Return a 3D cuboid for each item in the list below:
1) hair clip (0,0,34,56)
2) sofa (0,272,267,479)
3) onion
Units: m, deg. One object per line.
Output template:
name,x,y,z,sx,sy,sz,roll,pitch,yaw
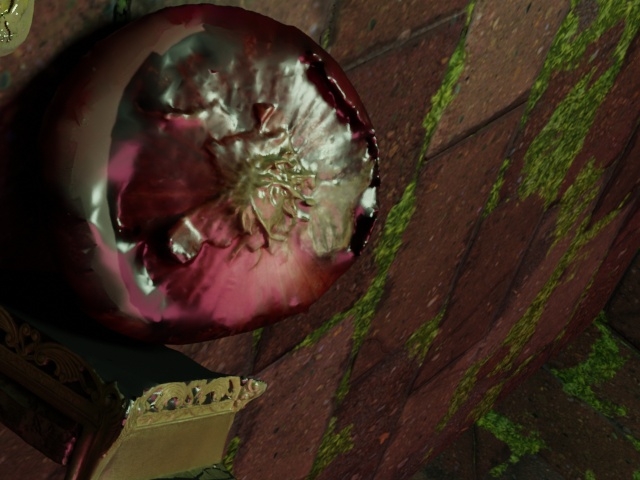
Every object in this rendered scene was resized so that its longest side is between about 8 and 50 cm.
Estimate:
hair clip,-0.209,-0.152,0.617,0.146,0.056,0.187,-36,146,-56
sofa,-0.203,0.149,0.866,0.200,0.258,0.182,10,105,-64
onion,-0.099,-0.050,0.853,0.272,0.195,0.272,-6,104,-25
